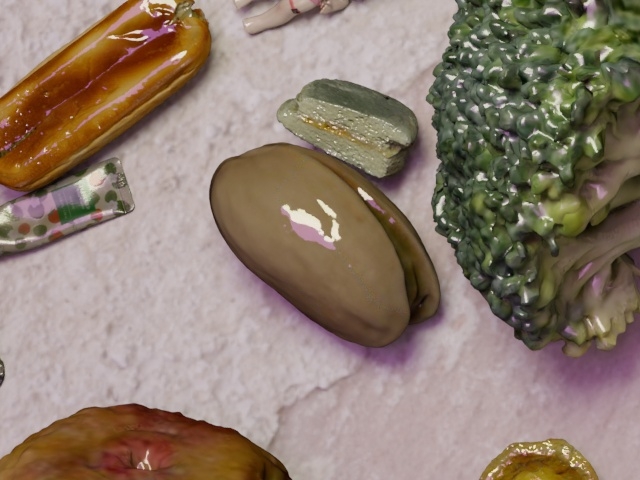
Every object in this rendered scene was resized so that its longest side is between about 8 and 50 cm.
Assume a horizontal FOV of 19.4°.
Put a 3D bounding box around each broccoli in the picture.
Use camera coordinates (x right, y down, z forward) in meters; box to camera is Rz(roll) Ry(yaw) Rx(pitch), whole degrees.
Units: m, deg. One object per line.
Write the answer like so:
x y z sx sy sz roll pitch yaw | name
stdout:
0.235 -0.080 1.454 0.281 0.293 0.347 4 87 -19 | broccoli

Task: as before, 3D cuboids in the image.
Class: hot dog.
-0.207 -0.135 1.704 0.249 0.068 0.100 -34 76 9 | hot dog

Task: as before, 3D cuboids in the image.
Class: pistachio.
0.000 0.000 1.578 0.226 0.136 0.136 39 90 16 | pistachio

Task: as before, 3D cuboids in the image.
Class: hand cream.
-0.252 -0.023 1.713 0.165 0.037 0.057 -22 70 5 | hand cream

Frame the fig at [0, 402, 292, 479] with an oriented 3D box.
-0.170 0.323 1.518 0.286 0.286 0.368 28 117 22 | fig

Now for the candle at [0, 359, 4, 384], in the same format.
-0.391 0.094 1.705 0.192 0.068 0.168 -13 71 10 | candle

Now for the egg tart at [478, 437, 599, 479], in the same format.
0.177 0.210 1.503 0.105 0.039 0.105 -5 74 17 | egg tart

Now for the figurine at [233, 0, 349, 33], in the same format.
0.008 -0.243 1.670 0.187 0.083 0.083 -25 69 24 | figurine

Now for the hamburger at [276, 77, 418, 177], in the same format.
0.028 -0.106 1.614 0.121 0.084 0.054 20 120 8 | hamburger
